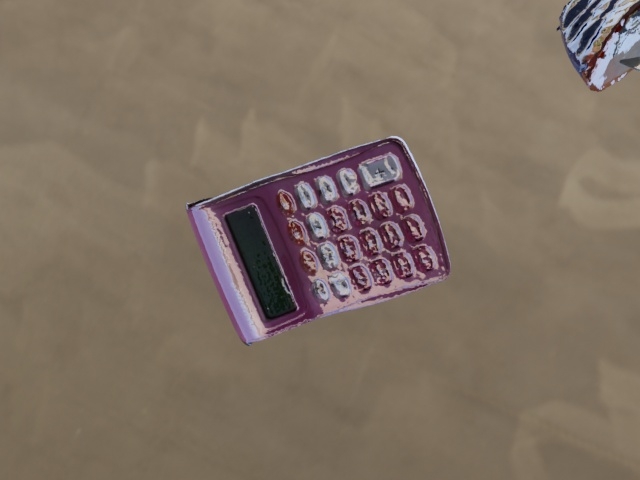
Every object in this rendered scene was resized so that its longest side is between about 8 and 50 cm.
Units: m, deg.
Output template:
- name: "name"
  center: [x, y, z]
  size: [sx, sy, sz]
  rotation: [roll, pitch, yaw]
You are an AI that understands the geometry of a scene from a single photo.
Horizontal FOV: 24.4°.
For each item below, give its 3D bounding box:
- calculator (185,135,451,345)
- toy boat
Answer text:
- name: "calculator"
  center: [0.000, 0.000, 1.164]
  size: [0.034, 0.191, 0.126]
  rotation: [-57, -52, -72]
- name: "toy boat"
  center: [0.328, -0.151, 1.240]
  size: [0.219, 0.072, 0.318]
  rotation: [-15, -143, -16]
